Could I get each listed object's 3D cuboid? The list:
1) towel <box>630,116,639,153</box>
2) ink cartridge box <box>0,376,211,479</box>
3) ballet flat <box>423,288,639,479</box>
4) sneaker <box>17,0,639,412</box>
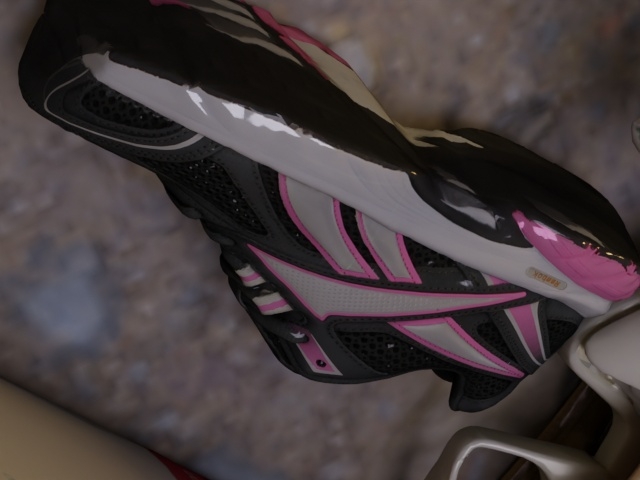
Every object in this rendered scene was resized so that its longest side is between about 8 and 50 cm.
[{"bbox_3d":[0.272,-0.034,0.406,0.325,0.248,0.038,-12,102,-25],"label":"towel"},{"bbox_3d":[-0.150,0.128,0.389,0.306,0.131,0.226,33,98,-29],"label":"ink cartridge box"},{"bbox_3d":[0.082,0.061,0.489,0.073,0.080,0.232,33,96,-14],"label":"ballet flat"},{"bbox_3d":[0.000,0.000,0.433,0.178,0.072,0.077,26,111,-23],"label":"sneaker"}]
